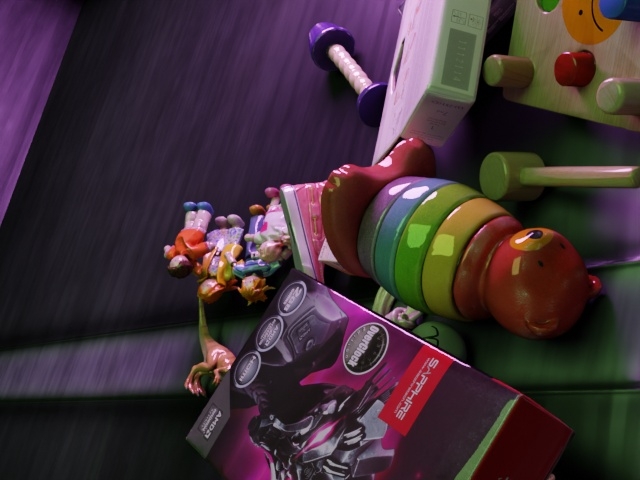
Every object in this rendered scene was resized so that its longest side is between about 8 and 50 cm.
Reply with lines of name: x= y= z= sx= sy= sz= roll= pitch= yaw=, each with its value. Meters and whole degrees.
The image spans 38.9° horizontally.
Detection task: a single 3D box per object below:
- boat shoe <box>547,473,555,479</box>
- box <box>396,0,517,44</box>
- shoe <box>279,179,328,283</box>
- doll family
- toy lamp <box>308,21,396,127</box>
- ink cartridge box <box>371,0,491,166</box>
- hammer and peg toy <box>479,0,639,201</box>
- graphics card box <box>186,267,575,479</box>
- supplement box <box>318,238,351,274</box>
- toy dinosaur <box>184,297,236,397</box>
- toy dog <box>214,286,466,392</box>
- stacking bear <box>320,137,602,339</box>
boat shoe: x=0.178 y=0.264 z=0.865 sx=0.117 sy=0.096 sz=0.324 roll=93 pitch=175 yaw=-47
box: x=0.218 y=-0.361 z=1.282 sx=0.220 sy=0.051 sz=0.175 roll=-46 pitch=37 yaw=23
shoe: x=0.000 y=0.000 z=1.309 sx=0.063 sy=0.081 sz=0.178 roll=130 pitch=128 yaw=-74
doll family: x=-0.123 y=0.022 z=1.438 sx=0.263 sy=0.118 sz=0.163 roll=-10 pitch=51 yaw=29
toy lamp: x=0.044 y=-0.272 z=1.427 sx=0.080 sy=0.080 sz=0.275 roll=-51 pitch=35 yaw=15
ink cartridge box: x=0.153 y=-0.262 z=1.189 sx=0.261 sy=0.066 sz=0.296 roll=121 pitch=162 yaw=-71
hammer and peg toy: x=0.301 y=-0.203 z=0.977 sx=0.266 sy=0.127 sz=0.361 roll=29 pitch=117 yaw=56
graphics card box: x=0.034 y=0.191 z=0.889 sx=0.233 sy=0.094 sz=0.371 roll=-58 pitch=36 yaw=-4
supplement box: x=0.052 y=0.024 z=1.224 sx=0.098 sy=0.062 sz=0.036 roll=3 pitch=71 yaw=54
toy dinosaur: x=-0.166 y=0.185 z=1.417 sx=0.112 sy=0.064 sz=0.211 roll=-47 pitch=45 yaw=0
toy dog: x=0.001 y=0.169 z=1.104 sx=0.334 sy=0.161 sz=0.220 roll=-48 pitch=37 yaw=20
stacking bear: x=0.161 y=0.015 z=0.999 sx=0.289 sy=0.175 sz=0.164 roll=27 pitch=131 yaw=42
